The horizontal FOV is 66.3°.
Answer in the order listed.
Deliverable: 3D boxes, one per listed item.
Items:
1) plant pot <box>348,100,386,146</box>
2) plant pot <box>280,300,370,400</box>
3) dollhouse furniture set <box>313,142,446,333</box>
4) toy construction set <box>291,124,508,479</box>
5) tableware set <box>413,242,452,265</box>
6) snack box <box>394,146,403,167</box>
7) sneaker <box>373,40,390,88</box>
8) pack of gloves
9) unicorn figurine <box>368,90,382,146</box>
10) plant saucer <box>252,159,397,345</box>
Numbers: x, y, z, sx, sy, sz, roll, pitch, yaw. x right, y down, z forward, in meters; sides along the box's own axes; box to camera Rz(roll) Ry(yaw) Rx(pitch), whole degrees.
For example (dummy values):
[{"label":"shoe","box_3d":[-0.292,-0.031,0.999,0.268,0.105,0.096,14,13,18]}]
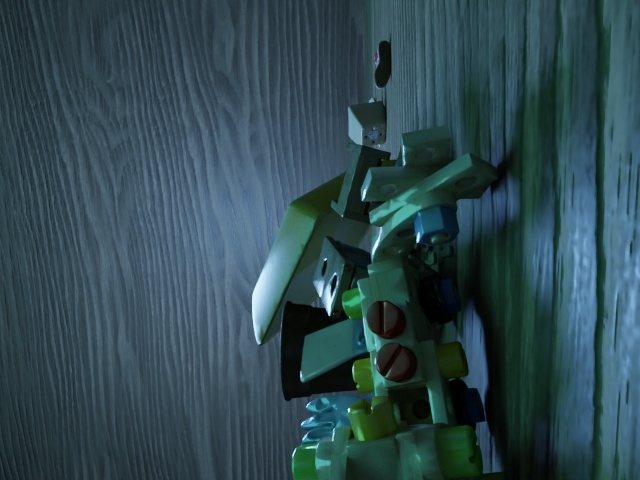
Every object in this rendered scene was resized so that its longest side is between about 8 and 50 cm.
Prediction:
[{"label":"plant pot","box_3d":[0.147,-0.340,1.472,0.109,0.108,0.096,85,173,-46]},{"label":"plant pot","box_3d":[0.025,0.185,0.827,0.167,0.165,0.167,-1,-90,-86]},{"label":"dollhouse furniture set","box_3d":[0.082,-0.005,0.571,0.129,0.129,0.184,-125,48,-74]},{"label":"toy construction set","box_3d":[0.066,0.086,0.385,0.215,0.151,0.328,36,-123,-55]},{"label":"tableware set","box_3d":[0.134,-0.031,0.650,0.194,0.039,0.129,66,-158,-81]},{"label":"snack box","box_3d":[0.127,-0.080,0.764,0.141,0.037,0.100,70,-145,-74]},{"label":"sneaker","box_3d":[0.159,-0.447,1.269,0.067,0.042,0.119,-104,20,-88]},{"label":"pack of gloves","box_3d":[0.072,0.173,0.643,0.046,0.232,0.195,45,-150,-29]},{"label":"unicorn figurine","box_3d":[0.169,-0.385,1.584,0.162,0.060,0.111,74,-158,-59]},{"label":"plant saucer","box_3d":[0.000,0.000,0.938,0.332,0.081,0.333,-35,-23,-50]}]
